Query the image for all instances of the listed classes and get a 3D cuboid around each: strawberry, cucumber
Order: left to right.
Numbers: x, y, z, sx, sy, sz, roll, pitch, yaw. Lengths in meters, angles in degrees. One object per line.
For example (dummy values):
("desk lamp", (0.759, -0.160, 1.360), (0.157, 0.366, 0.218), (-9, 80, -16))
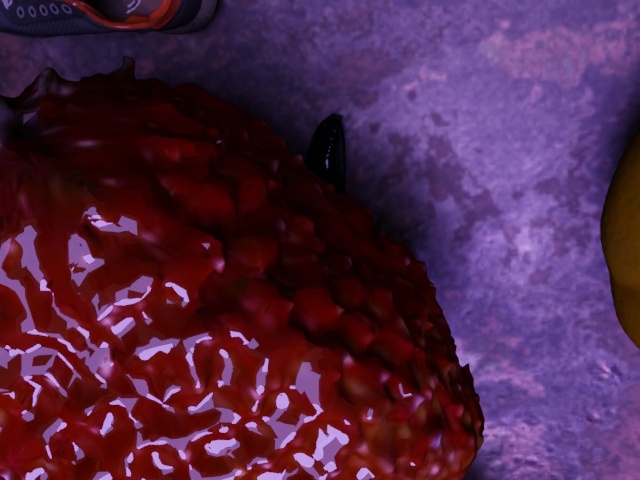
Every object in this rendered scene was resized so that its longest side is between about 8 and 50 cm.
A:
("strawberry", (-0.092, 0.068, 0.456), (0.343, 0.292, 0.292), (45, 109, 7))
("cucumber", (0.000, 0.000, 0.559), (0.036, 0.033, 0.184), (8, 108, 24))

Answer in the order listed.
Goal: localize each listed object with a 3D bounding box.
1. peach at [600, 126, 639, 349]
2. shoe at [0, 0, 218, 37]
("peach", (0.295, -0.008, 0.451), (0.251, 0.153, 0.251), (1, 102, 5))
("shoe", (-0.168, -0.170, 0.506), (0.194, 0.077, 0.074), (3, 109, 8))
